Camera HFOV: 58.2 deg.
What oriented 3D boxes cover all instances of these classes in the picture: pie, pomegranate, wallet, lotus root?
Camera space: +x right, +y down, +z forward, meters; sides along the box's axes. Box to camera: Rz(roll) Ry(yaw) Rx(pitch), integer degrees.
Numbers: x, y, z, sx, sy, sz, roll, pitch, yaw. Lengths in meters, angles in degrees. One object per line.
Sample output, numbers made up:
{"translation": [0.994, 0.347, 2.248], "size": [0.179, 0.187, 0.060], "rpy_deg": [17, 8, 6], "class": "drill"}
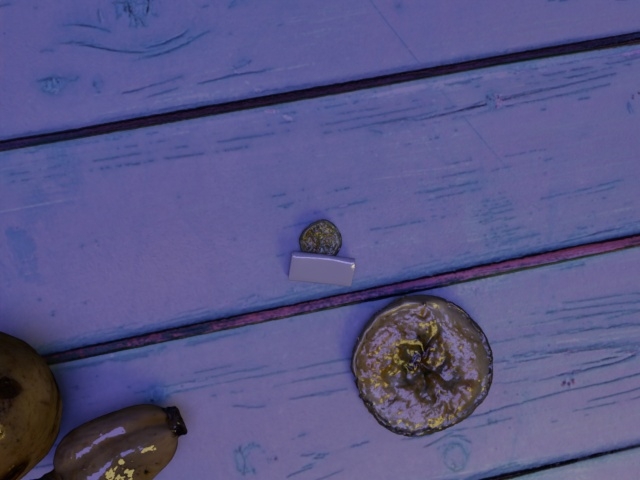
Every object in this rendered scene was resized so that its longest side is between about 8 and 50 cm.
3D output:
{"translation": [0.192, 0.235, 1.080], "size": [0.274, 0.055, 0.274], "rpy_deg": [0, 86, -5], "class": "pie"}
{"translation": [-0.553, 0.277, 0.904], "size": [0.281, 0.281, 0.281], "rpy_deg": [0, 86, -5], "class": "pomegranate"}
{"translation": [0.003, 0.054, 1.083], "size": [0.122, 0.025, 0.061], "rpy_deg": [7, 113, -6], "class": "wallet"}
{"translation": [0.000, 0.002, 1.094], "size": [0.084, 0.021, 0.084], "rpy_deg": [-1, 94, -10], "class": "pie"}
{"translation": [-0.354, 0.374, 0.984], "size": [0.257, 0.140, 0.154], "rpy_deg": [-25, 75, -16], "class": "lotus root"}
